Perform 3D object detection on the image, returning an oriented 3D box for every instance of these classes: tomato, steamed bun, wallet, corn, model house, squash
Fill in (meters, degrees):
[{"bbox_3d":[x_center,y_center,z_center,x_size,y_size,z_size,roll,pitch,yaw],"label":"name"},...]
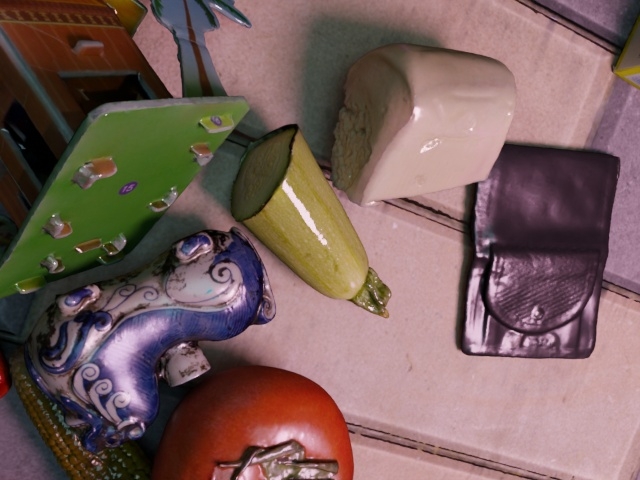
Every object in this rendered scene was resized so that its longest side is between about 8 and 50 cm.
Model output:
[{"bbox_3d":[-0.083,0.281,0.747,0.255,0.224,0.256,4,82,-30],"label":"tomato"},{"bbox_3d":[0.131,-0.156,0.792,0.225,0.170,0.200,-3,132,-31],"label":"steamed bun"},{"bbox_3d":[0.330,0.023,0.923,0.247,0.041,0.323,3,96,-17],"label":"wallet"},{"bbox_3d":[-0.280,0.261,0.768,0.097,0.097,0.320,-30,102,-9],"label":"corn"},{"bbox_3d":[-0.261,-0.171,0.695,0.300,0.340,0.324,-41,81,34],"label":"model house"},{"bbox_3d":[-0.015,0.006,0.794,0.137,0.137,0.288,-35,114,-8],"label":"squash"}]

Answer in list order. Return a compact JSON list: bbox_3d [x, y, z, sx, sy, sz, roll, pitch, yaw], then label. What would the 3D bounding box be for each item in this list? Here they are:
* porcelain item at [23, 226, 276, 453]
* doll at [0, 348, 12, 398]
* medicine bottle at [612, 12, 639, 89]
[{"bbox_3d":[-0.185,0.107,0.716,0.288,0.138,0.186,-27,94,-22],"label":"porcelain item"},{"bbox_3d":[-0.472,0.015,0.681,0.188,0.099,0.384,-14,105,-12],"label":"doll"},{"bbox_3d":[0.586,-0.257,0.897,0.250,0.141,0.137,25,88,-17],"label":"medicine bottle"}]
